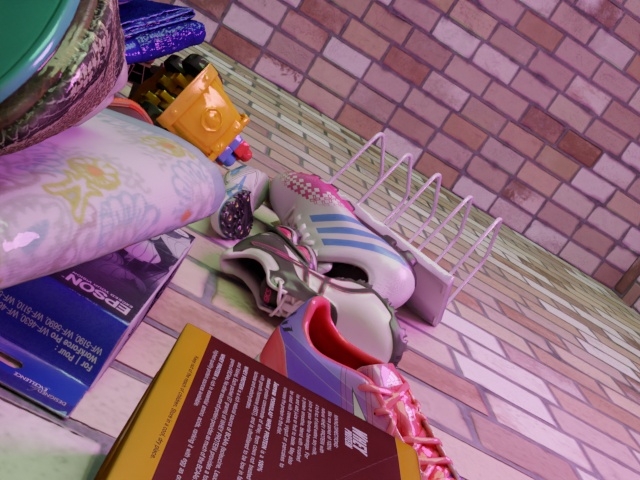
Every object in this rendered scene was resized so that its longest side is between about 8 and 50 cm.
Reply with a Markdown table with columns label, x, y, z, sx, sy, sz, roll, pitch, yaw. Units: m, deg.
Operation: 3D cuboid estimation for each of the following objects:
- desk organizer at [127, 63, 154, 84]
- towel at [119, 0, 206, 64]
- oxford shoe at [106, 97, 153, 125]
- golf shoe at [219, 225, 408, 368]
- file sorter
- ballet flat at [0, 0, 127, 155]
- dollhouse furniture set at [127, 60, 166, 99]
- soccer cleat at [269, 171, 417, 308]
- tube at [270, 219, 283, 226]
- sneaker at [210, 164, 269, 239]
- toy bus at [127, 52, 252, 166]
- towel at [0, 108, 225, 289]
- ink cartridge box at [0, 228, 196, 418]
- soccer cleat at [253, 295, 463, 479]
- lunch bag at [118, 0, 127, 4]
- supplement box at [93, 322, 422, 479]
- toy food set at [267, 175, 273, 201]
| label | x | y | z | sx | sy | sz | roll | pitch | yaw |
| --- | --- | --- | --- | --- | --- | --- | --- | --- | --- |
| desk organizer | -0.418 | -0.379 | 1.559 | 0.130 | 0.047 | 0.050 | 13 | 27 | -50 |
| towel | -0.386 | -0.373 | 1.238 | 0.228 | 0.076 | 0.308 | 27 | 40 | 31 |
| oxford shoe | -0.332 | -0.161 | 1.040 | 0.271 | 0.097 | 0.098 | 9 | 61 | -70 |
| golf shoe | -0.014 | 0.084 | 0.890 | 0.273 | 0.105 | 0.120 | 35 | 30 | 31 |
| file sorter | 0.154 | -0.025 | 1.223 | 0.278 | 0.173 | 0.192 | 39 | -18 | 19 |
| ballet flat | -0.245 | -0.208 | 0.577 | 0.482 | 0.164 | 0.182 | 62 | -2 | 33 |
| dollhouse furniture set | -0.346 | -0.328 | 1.415 | 0.151 | 0.144 | 0.123 | 24 | 6 | 24 |
| soccer cleat | 0.000 | 0.000 | 1.084 | 0.143 | 0.116 | 0.331 | -29 | 50 | -30 |
| tube | 0.030 | 0.024 | 1.201 | 0.240 | 0.062 | 0.070 | 35 | -13 | 19 |
| sneaker | -0.141 | -0.062 | 1.102 | 0.086 | 0.085 | 0.237 | 7 | 19 | 4 |
| toy bus | -0.226 | -0.217 | 1.271 | 0.211 | 0.149 | 0.220 | 46 | -13 | -34 |
| towel | -0.310 | -0.073 | 0.591 | 0.375 | 0.090 | 0.320 | 20 | 20 | 13 |
| ink cartridge box | -0.235 | 0.025 | 0.665 | 0.165 | 0.065 | 0.332 | 31 | 17 | -8 |
| soccer cleat | 0.060 | 0.185 | 0.650 | 0.318 | 0.116 | 0.109 | 41 | 18 | 29 |
| lunch bag | -0.516 | -0.494 | 1.166 | 0.328 | 0.238 | 0.385 | 2 | 1 | 23 |
| supplement box | -0.045 | 0.183 | 0.426 | 0.194 | 0.129 | 0.191 | 30 | 16 | -8 |
| toy food set | -0.064 | -0.074 | 1.360 | 0.192 | 0.038 | 0.132 | 35 | 8 | 27 |
